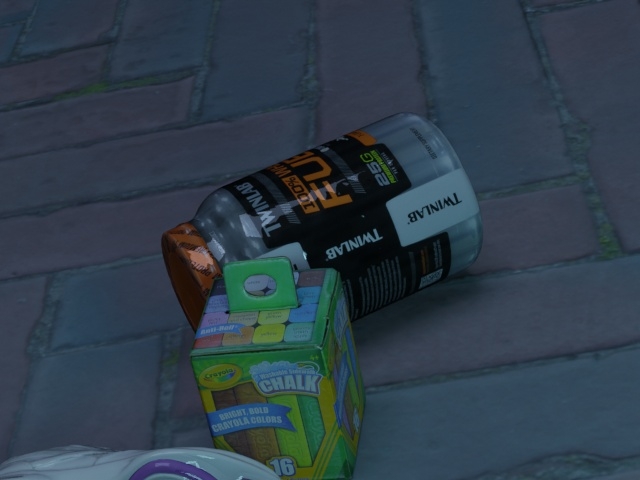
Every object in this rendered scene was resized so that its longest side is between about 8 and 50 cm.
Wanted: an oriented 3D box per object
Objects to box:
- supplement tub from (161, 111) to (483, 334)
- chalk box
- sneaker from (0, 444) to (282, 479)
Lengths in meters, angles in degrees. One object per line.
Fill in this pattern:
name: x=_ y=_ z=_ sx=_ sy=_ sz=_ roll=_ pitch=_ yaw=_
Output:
supplement tub: x=0.000 y=0.000 z=1.647 sx=0.316 sy=0.193 sz=0.193 roll=-25 pitch=33 yaw=-17
chalk box: x=-0.042 y=0.114 z=1.464 sx=0.132 sy=0.213 sz=0.132 roll=-5 pitch=33 yaw=13
sneaker: x=-0.180 y=0.230 z=1.429 sx=0.305 sy=0.114 sz=0.152 roll=-1 pitch=14 yaw=4
